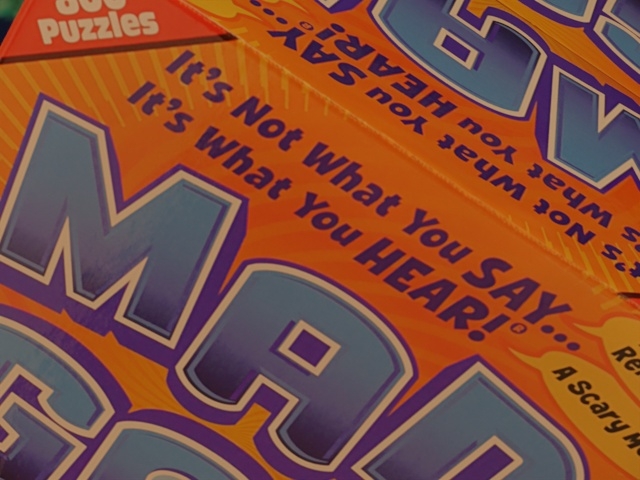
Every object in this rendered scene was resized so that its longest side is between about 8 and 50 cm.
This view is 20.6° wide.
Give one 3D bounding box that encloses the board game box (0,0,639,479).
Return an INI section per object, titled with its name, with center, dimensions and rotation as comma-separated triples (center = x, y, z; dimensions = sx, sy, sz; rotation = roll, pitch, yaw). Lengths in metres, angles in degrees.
[board game box]
center = 0.000, 0.000, 0.966
dimensions = 0.356, 0.356, 0.356
rotation = -54, 5, 33
